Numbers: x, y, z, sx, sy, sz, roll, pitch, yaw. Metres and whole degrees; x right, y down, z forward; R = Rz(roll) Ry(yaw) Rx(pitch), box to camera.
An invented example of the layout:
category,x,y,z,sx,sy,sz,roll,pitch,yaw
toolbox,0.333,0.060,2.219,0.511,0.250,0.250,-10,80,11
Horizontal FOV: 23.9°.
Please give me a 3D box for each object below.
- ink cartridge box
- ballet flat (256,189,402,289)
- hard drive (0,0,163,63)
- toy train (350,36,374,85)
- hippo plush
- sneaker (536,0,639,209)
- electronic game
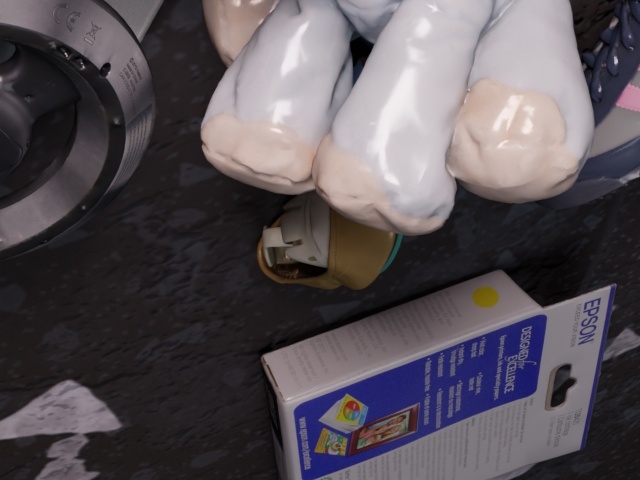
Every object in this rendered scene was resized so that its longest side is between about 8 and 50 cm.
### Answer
category,x,y,z,sx,sy,sz,roll,pitch,yaw
ink cartridge box,0.106,0.150,1.392,0.307,0.072,0.303,-20,146,-11
ballet flat,0.000,0.000,1.040,0.073,0.080,0.232,-1,169,-11
hard drive,-0.131,-0.150,0.856,0.094,0.022,0.135,4,137,-36
toy train,0.084,-0.089,1.003,0.184,0.105,0.080,2,138,-35
hippo plush,0.050,-0.158,0.759,0.294,0.234,0.236,-26,146,-3
sneaker,0.230,-0.155,1.029,0.131,0.112,0.319,31,117,-32
electronic game,-0.203,-0.062,0.823,0.229,0.048,0.229,-12,141,-10
